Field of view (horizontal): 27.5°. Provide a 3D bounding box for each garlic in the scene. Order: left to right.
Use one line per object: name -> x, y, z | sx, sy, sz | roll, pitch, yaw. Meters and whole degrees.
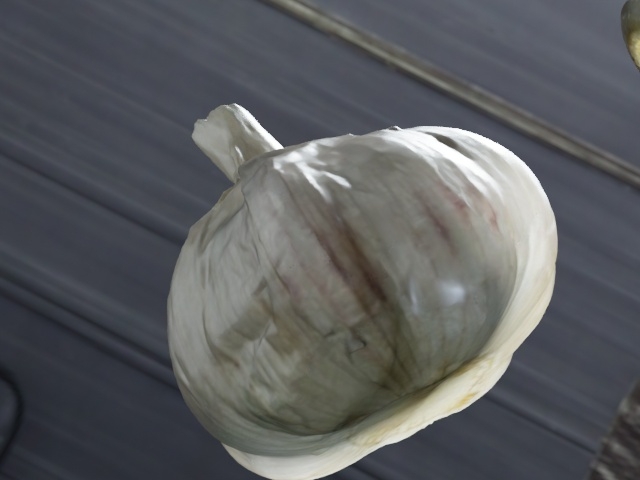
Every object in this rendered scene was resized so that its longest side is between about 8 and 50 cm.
garlic -> 0.000, 0.000, 0.679 | 0.219, 0.212, 0.218 | -28, 156, -14

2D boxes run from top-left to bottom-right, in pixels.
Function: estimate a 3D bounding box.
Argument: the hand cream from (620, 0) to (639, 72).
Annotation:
hand cream -> 0.235, -0.143, 0.607 | 0.203, 0.084, 0.084 | -44, 178, -3
